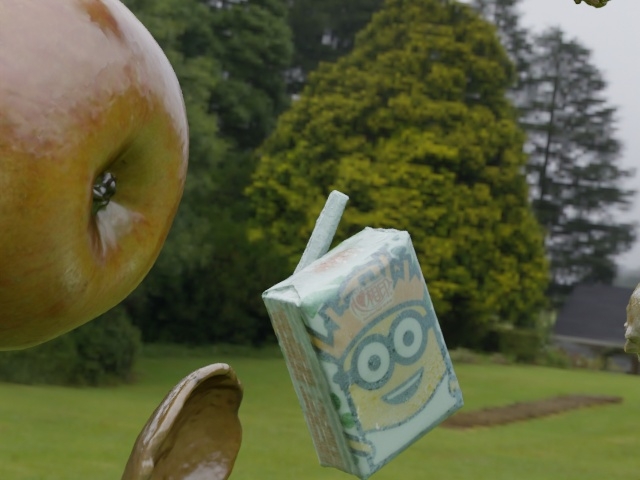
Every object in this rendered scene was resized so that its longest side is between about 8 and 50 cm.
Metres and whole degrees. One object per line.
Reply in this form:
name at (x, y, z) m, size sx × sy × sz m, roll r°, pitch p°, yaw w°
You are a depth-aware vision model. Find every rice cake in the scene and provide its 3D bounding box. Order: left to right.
rice cake at (-0.001, 0.000, 1.819) m, size 0.033 × 0.171 × 0.029 m, roll 28°, pitch -20°, yaw -12°

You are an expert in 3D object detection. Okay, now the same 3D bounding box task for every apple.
apple at (-0.310, -0.076, 1.180) m, size 0.333 × 0.400 × 0.400 m, roll 40°, pitch 6°, yaw 24°

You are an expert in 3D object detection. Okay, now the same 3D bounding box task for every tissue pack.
tissue pack at (0.069, 0.165, 1.769) m, size 0.228 × 0.311 × 0.128 m, roll -32°, pitch 23°, yaw -32°

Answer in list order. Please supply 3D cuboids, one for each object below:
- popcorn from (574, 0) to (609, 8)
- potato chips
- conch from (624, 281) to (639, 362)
popcorn at (0.425, -0.405, 1.813) m, size 0.096 × 0.089 × 0.109 m, roll -4°, pitch 25°, yaw -28°
potato chips at (-0.147, 0.213, 1.174) m, size 0.061 × 0.208 × 0.195 m, roll 19°, pitch -20°, yaw 20°
conch at (0.540, 0.077, 1.520) m, size 0.263 × 0.324 × 0.186 m, roll 17°, pitch 6°, yaw 3°
